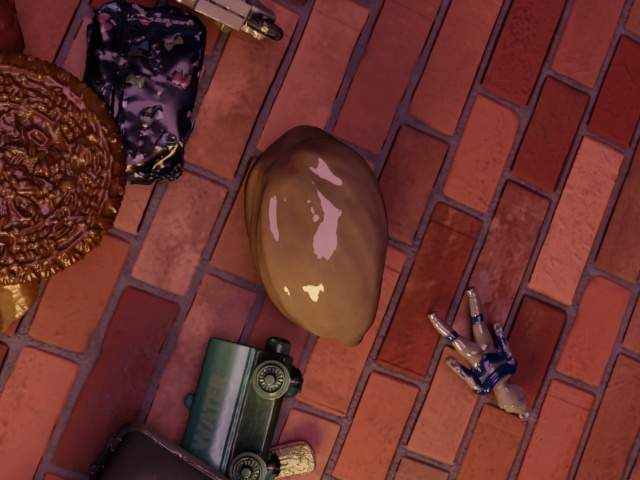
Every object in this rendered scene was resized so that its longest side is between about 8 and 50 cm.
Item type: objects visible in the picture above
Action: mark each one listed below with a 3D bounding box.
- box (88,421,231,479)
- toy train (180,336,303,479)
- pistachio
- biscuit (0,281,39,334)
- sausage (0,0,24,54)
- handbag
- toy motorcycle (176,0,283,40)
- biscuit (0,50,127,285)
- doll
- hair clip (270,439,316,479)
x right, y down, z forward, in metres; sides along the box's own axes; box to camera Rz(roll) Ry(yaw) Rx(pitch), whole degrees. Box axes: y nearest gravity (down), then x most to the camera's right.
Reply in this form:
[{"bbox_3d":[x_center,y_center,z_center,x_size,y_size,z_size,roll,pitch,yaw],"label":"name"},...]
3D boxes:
[{"bbox_3d":[-0.219,0.381,1.142,0.243,0.135,0.163,35,117,-3],"label":"box"},{"bbox_3d":[-0.122,0.252,1.232,0.159,0.101,0.248,14,83,9],"label":"toy train"},{"bbox_3d":[0.000,0.000,1.219,0.226,0.208,0.331,-29,109,-56],"label":"pistachio"},{"bbox_3d":[-0.514,0.094,1.105,0.274,0.091,0.213,-48,137,-5],"label":"biscuit"},{"bbox_3d":[-0.505,-0.243,1.111,0.254,0.148,0.148,-36,98,-12],"label":"sausage"},{"bbox_3d":[-0.254,-0.206,1.190,0.162,0.113,0.260,6,90,-17],"label":"handbag"},{"bbox_3d":[-0.157,-0.350,1.209,0.229,0.151,0.074,17,111,-32],"label":"toy motorcycle"},{"bbox_3d":[-0.393,-0.091,1.065,0.306,0.038,0.305,1,87,-22],"label":"biscuit"},{"bbox_3d":[0.260,0.194,1.351,0.114,0.057,0.227,-31,88,-18],"label":"doll"},{"bbox_3d":[-0.074,0.340,1.280,0.137,0.022,0.054,-16,94,-6],"label":"hair clip"}]
